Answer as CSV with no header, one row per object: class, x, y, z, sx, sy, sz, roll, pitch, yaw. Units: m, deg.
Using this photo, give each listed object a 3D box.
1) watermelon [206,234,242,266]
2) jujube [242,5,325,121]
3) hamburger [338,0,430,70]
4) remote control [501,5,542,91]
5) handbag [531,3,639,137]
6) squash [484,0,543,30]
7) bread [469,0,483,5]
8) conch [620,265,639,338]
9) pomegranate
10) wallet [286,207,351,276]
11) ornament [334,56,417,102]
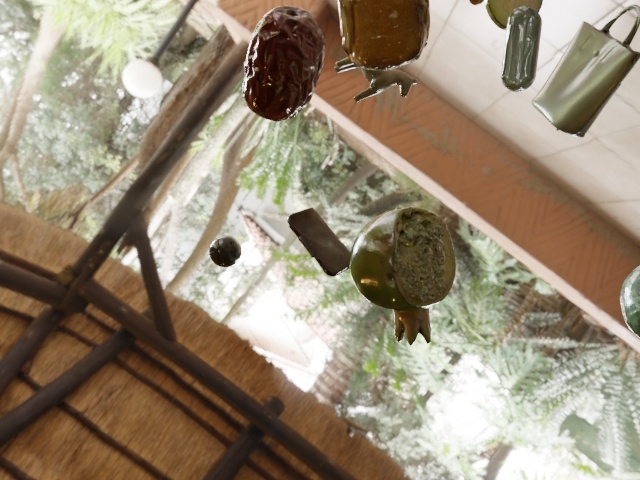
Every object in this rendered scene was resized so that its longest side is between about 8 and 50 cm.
watermelon,-0.316,0.037,1.738,0.105,0.105,0.133,39,-154,24
jujube,-0.083,-0.387,1.202,0.174,0.251,0.174,10,-142,-8
hamburger,0.211,-0.712,1.750,0.284,0.305,0.174,9,-148,25
remote control,0.611,-0.581,1.641,0.104,0.248,0.052,7,-169,25
handbag,0.669,-0.434,1.342,0.109,0.315,0.241,9,-143,-17
squash,0.687,-0.863,1.928,0.219,0.219,0.041,37,178,-11
bread,0.477,-0.794,1.554,0.073,0.214,0.053,27,-148,27
conch,0.898,0.163,1.425,0.277,0.195,0.221,2,-101,-68
pomegranate,0.201,0.090,1.413,0.216,0.359,0.309,3,-171,41
wallet,0.000,0.000,1.714,0.137,0.031,0.255,-23,-116,-38
ornament,0.210,-0.598,1.966,0.230,0.244,0.061,61,168,11
